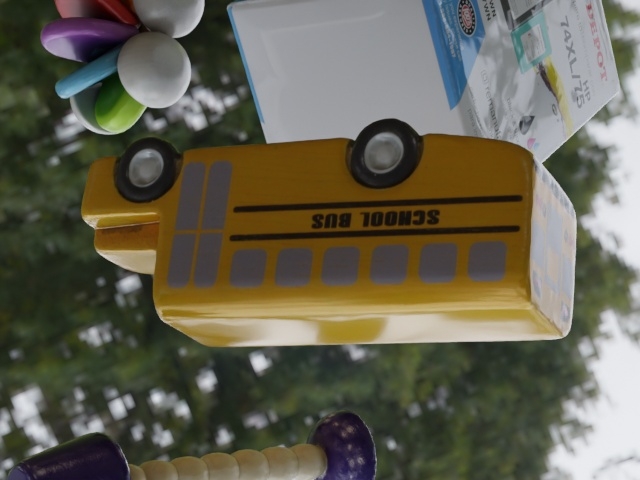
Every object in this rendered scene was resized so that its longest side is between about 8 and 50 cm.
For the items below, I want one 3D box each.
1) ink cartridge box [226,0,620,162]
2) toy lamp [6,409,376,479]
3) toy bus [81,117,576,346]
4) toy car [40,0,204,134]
[{"bbox_3d":[0.096,-0.160,1.463,0.197,0.198,0.270,-2,-156,36],"label":"ink cartridge box"},{"bbox_3d":[-0.088,0.166,1.229,0.275,0.080,0.080,-4,176,-35],"label":"toy lamp"},{"bbox_3d":[0.000,0.000,1.180,0.333,0.130,0.108,-3,161,24],"label":"toy bus"},{"bbox_3d":[-0.207,-0.199,1.711,0.136,0.182,0.159,21,158,-30],"label":"toy car"}]
